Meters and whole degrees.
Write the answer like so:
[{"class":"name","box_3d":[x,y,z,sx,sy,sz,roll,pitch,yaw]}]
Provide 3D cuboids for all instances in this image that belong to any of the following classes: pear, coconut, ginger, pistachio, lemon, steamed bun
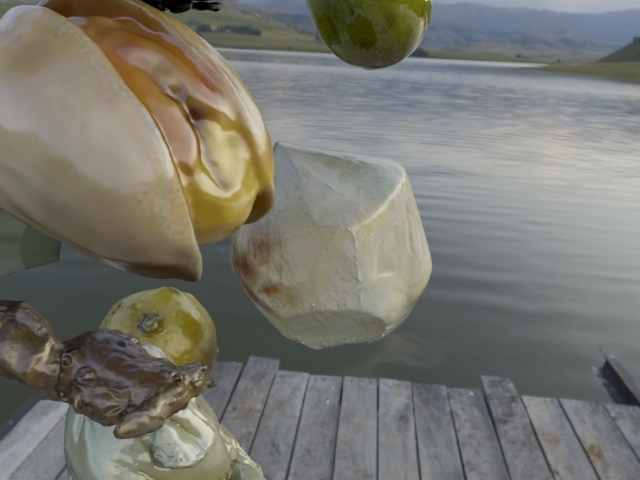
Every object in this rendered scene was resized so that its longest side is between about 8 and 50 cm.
[{"class":"pear","box_3d":[0.096,-0.501,0.898,0.253,0.307,0.252,-13,39,11]},{"class":"coconut","box_3d":[0.000,0.000,0.858,0.416,0.414,0.344,5,28,5]},{"class":"ginger","box_3d":[-0.249,0.107,0.438,0.291,0.084,0.122,13,23,17]},{"class":"pistachio","box_3d":[-0.192,-0.094,0.408,0.309,0.229,0.230,33,29,10]},{"class":"lemon","box_3d":[-0.346,0.231,0.963,0.261,0.260,0.284,-3,-6,-15]},{"class":"steamed bun","box_3d":[-0.233,0.346,0.644,0.238,0.393,0.347,-38,37,-22]}]

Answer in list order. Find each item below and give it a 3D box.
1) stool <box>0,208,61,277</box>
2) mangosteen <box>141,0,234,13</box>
[{"class":"stool","box_3d":[-0.491,-0.108,0.622,0.243,0.269,0.170,48,41,14]},{"class":"mangosteen","box_3d":[-0.133,-0.351,0.355,0.297,0.313,0.297,-14,10,3]}]
